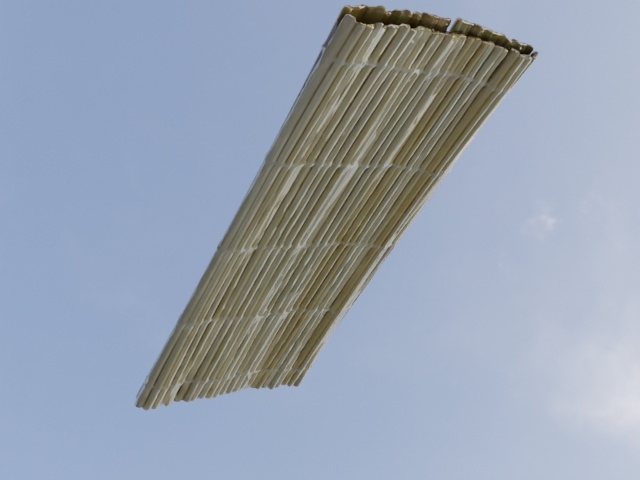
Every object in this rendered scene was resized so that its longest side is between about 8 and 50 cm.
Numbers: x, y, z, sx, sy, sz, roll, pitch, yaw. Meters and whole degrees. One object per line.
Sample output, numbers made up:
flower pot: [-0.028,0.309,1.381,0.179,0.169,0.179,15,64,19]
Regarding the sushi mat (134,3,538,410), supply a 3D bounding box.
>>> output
sushi mat: [0.000,0.000,0.495,0.151,0.019,0.316,-3,-42,-39]
